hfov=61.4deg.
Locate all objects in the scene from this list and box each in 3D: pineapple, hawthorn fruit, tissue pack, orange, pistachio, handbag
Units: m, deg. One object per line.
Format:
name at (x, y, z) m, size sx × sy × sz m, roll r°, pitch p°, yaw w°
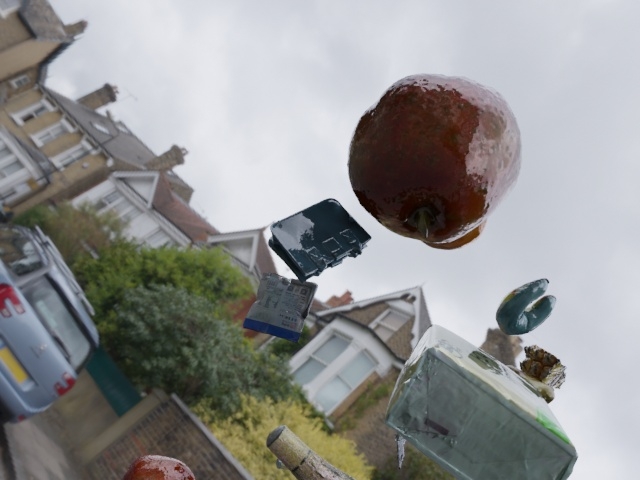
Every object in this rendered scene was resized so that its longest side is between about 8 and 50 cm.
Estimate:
pineapple at (0.785, 0.480, 1.968) m, size 0.161 × 0.158 × 0.334 m, roll 38°, pitch 1°, yaw 35°
hawthorn fruit at (0.259, -0.167, 1.236) m, size 0.403 × 0.403 × 0.403 m, roll 41°, pitch -27°, yaw 26°
tissue pack at (0.331, 0.360, 1.167) m, size 0.331 × 0.205 × 0.405 m, roll 33°, pitch 4°, yaw 11°
orange at (0.391, -0.086, 1.651) m, size 0.240 × 0.240 × 0.171 m, roll 54°, pitch 18°, yaw -1°
hawthorn fruit at (-0.293, 0.447, 0.954) m, size 0.137 × 0.133 × 0.133 m, roll 19°, pitch -27°, yaw -2°
pistachio at (0.677, 0.495, 1.798) m, size 0.189 × 0.100 × 0.110 m, roll 27°, pitch -64°, yaw 30°
handbag at (0.000, 0.000, 1.352) m, size 0.179 × 0.229 × 0.062 m, roll 48°, pitch -35°, yaw 20°

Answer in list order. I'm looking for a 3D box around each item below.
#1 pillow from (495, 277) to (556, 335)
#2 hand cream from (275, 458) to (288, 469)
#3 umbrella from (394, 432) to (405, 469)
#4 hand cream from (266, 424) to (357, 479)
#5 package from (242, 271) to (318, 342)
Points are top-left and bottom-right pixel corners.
pillow at (0.678, 0.227, 1.776) m, size 0.233 × 0.214 × 0.086 m, roll 45°, pitch 13°, yaw -41°
hand cream at (-0.087, 0.796, 1.915) m, size 0.061 × 0.143 × 0.039 m, roll -124°, pitch -133°, yaw -69°
umbrella at (0.242, 0.630, 1.647) m, size 0.044 × 0.044 × 0.269 m, roll 34°, pitch 14°, yaw 3°
hand cream at (-0.010, 0.389, 0.893) m, size 0.203 × 0.084 × 0.084 m, roll 43°, pitch -24°, yaw -1°
package at (-0.109, 0.176, 1.456) m, size 0.171 × 0.173 × 0.027 m, roll 13°, pitch -21°, yaw 20°
